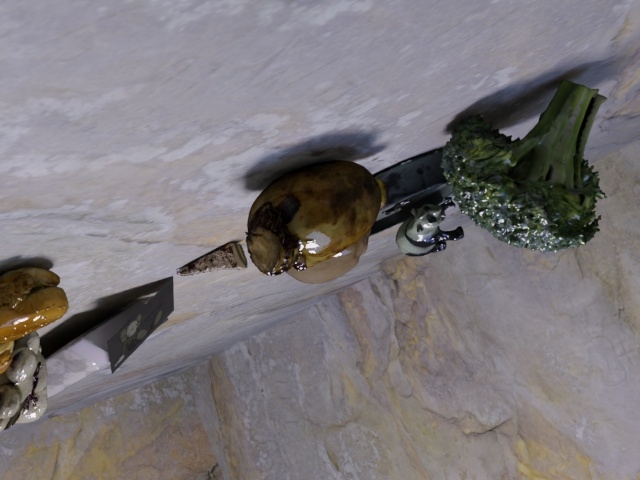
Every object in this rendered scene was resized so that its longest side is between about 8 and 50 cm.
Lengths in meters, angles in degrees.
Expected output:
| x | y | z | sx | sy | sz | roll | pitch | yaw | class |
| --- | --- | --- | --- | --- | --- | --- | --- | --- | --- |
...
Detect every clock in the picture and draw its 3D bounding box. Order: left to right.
| x | y | z | sx | sy | sz | roll | pitch | yaw | class |
| --- | --- | --- | --- | --- | --- | --- | --- | --- | --- |
| 0.153 | -0.085 | 1.487 | 0.324 | 0.067 | 0.325 | -24 | 171 | -4 | clock |

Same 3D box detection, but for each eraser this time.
| x | y | z | sx | sy | sz | roll | pitch | yaw | class |
| --- | --- | --- | --- | --- | --- | --- | --- | --- | --- |
| -0.528 | 0.259 | 1.589 | 0.396 | 0.082 | 0.213 | -30 | -175 | 34 | eraser |

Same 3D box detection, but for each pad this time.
| x | y | z | sx | sy | sz | roll | pitch | yaw | class |
| --- | --- | --- | --- | --- | --- | --- | --- | --- | --- |
| -0.352 | 0.168 | 1.444 | 0.190 | 0.004 | 0.127 | -50 | 164 | -35 | pad |

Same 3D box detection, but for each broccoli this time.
| x | y | z | sx | sy | sz | roll | pitch | yaw | class |
| --- | --- | --- | --- | --- | --- | --- | --- | --- | --- |
| 0.355 | -0.135 | 1.305 | 0.375 | 0.302 | 0.249 | 16 | 171 | -33 | broccoli |

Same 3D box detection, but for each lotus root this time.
| x | y | z | sx | sy | sz | roll | pitch | yaw | class |
| --- | --- | --- | --- | --- | --- | --- | --- | --- | --- |
| -0.004 | -0.044 | 1.099 | 0.169 | 0.142 | 0.314 | -29 | 179 | 43 | lotus root |

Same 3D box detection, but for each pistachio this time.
| x | y | z | sx | sy | sz | roll | pitch | yaw | class |
| --- | --- | --- | --- | --- | --- | --- | --- | --- | --- |
| 0.000 | 0.000 | 1.338 | 0.137 | 0.153 | 0.238 | -42 | -179 | -34 | pistachio |

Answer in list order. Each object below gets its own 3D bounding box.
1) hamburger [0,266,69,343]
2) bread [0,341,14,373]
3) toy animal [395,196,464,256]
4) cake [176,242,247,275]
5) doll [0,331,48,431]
| x | y | z | sx | sy | sz | roll | pitch | yaw | class |
| --- | --- | --- | --- | --- | --- | --- | --- | --- | --- |
| -0.418 | 0.090 | 0.995 | 0.138 | 0.083 | 0.147 | -28 | 174 | -1 | hamburger |
| -0.613 | 0.214 | 1.147 | 0.235 | 0.099 | 0.210 | -17 | 169 | -39 | bread |
| 0.225 | -0.026 | 1.538 | 0.121 | 0.094 | 0.225 | -14 | 171 | -8 | toy animal |
| -0.212 | 0.039 | 1.404 | 0.139 | 0.055 | 0.051 | -8 | 177 | 17 | cake |
| -0.563 | 0.274 | 1.353 | 0.175 | 0.149 | 0.278 | -41 | -172 | -23 | doll |
